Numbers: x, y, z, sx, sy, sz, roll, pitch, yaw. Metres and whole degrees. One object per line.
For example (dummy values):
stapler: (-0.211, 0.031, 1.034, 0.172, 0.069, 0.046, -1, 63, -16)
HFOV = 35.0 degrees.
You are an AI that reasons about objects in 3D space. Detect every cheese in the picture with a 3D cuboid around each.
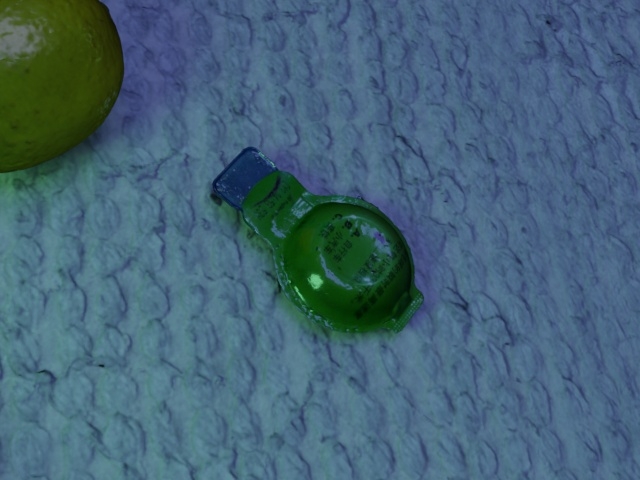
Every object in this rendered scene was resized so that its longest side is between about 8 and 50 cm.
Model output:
cheese: (0.000, 0.000, 1.359, 0.320, 0.083, 0.204, 39, 59, 2)

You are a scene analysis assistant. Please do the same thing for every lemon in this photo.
lemon: (-0.388, -0.210, 1.253, 0.319, 0.245, 0.245, -38, 79, -27)
